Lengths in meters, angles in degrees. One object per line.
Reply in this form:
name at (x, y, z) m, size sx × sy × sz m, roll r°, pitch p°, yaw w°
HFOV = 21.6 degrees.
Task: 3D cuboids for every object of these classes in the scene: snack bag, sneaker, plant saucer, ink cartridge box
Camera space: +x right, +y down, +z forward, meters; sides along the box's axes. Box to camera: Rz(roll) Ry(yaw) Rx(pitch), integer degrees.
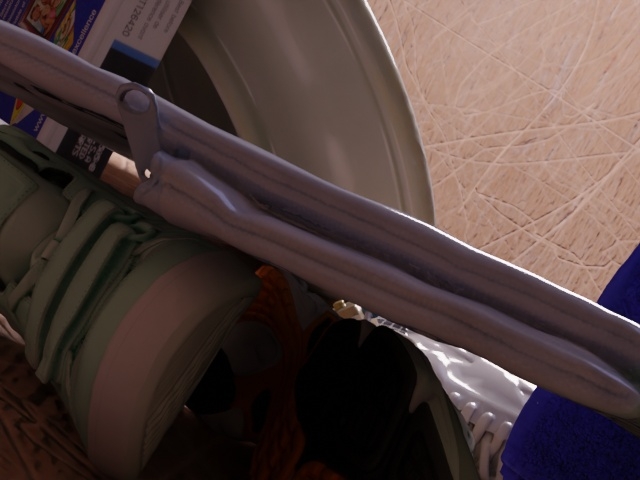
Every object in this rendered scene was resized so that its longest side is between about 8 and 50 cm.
snack bag at (0.000, 0.000, 0.671) m, size 0.342 × 0.037 × 0.323 m, roll 27°, pitch -1°, yaw 20°
sneaker at (-0.110, 0.013, 0.663) m, size 0.151 × 0.094 × 0.256 m, roll 35°, pitch -5°, yaw -5°
sneaker at (0.105, 0.115, 0.996) m, size 0.094 × 0.090 × 0.235 m, roll -1°, pitch 25°, yaw -44°
plant saucer at (-0.057, -0.106, 1.323) m, size 0.400 × 0.100 × 0.400 m, roll 54°, pitch -20°, yaw 30°
ink cartridge box at (-0.188, -0.222, 1.284) m, size 0.072 × 0.304 × 0.307 m, roll 22°, pitch 10°, yaw -35°
sneaker at (0.031, 0.090, 0.721) m, size 0.121 × 0.099 × 0.262 m, roll 32°, pitch 5°, yaw -22°

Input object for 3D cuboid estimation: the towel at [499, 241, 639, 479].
towel at (0.230, 0.115, 0.792) m, size 0.076 × 0.228 × 0.308 m, roll 25°, pitch 8°, yaw -43°

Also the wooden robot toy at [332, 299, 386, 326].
wooden robot toy at (0.016, 0.086, 0.932) m, size 0.173 × 0.076 × 0.079 m, roll -97°, pitch 161°, yaw -83°

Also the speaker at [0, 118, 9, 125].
speaker at (-0.189, -0.042, 0.961) m, size 0.136 × 0.055 × 0.055 m, roll 33°, pitch 7°, yaw 35°
